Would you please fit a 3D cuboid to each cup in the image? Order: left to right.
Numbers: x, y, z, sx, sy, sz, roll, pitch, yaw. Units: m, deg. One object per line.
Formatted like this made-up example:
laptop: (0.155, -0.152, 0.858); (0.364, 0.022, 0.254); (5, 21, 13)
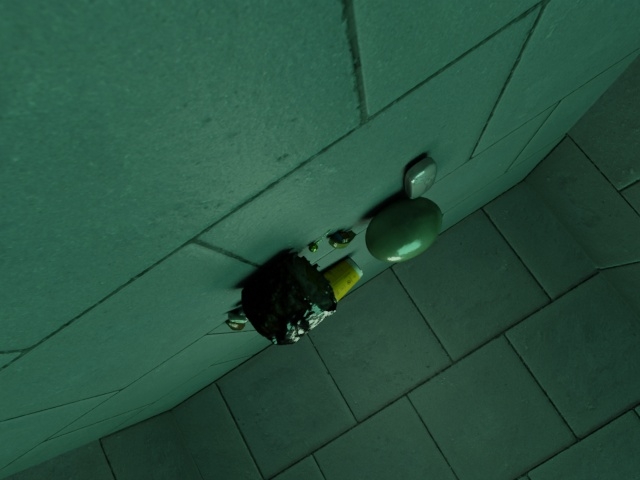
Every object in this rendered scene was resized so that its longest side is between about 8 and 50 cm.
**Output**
cup: (0.090, 0.227, 2.269); (0.279, 0.196, 0.196); (-40, 167, -8)

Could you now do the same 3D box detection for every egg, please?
egg: (0.355, -0.047, 1.755); (0.352, 0.259, 0.258); (-33, 166, -10)

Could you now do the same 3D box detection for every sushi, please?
sushi: (-0.117, 0.231, 1.592); (0.294, 0.299, 0.281); (-38, 180, 14)

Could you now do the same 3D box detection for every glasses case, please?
glasses case: (0.376, -0.231, 1.552); (0.113, 0.075, 0.297); (-36, 166, 4)

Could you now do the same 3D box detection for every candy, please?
candy: (0.000, 0.000, 1.622); (0.123, 0.035, 0.035); (-46, -154, 15)

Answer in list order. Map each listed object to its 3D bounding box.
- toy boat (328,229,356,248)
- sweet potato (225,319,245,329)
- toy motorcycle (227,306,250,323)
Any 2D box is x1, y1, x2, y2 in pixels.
toy boat: (0.092, -0.008, 1.721); (0.172, 0.065, 0.066); (-18, 140, -52)
sweet potato: (-0.423, 0.432, 2.090); (0.078, 0.058, 0.255); (-14, 166, -6)
toy motorcycle: (-0.283, 0.338, 1.950); (0.222, 0.108, 0.340); (-31, 158, 32)
